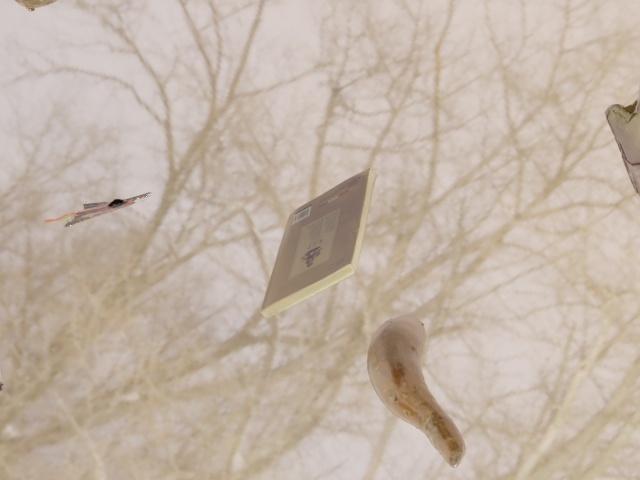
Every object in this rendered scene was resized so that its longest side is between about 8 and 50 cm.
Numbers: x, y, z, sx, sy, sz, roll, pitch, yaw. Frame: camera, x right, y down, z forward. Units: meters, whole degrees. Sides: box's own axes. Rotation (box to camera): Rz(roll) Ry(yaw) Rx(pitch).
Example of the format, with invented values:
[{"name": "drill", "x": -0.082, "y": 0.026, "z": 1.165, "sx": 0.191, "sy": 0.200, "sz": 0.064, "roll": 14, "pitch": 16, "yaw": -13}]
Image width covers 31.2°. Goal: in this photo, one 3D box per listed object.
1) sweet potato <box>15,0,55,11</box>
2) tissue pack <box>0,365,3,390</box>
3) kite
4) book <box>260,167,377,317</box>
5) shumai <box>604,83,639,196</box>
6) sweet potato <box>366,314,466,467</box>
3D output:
[{"name": "sweet potato", "x": -0.240, "y": -0.248, "z": 0.996, "sx": 0.074, "sy": 0.075, "sz": 0.269, "roll": 63, "pitch": -19, "yaw": -13}, {"name": "tissue pack", "x": -0.357, "y": 0.077, "z": 0.780, "sx": 0.173, "sy": 0.235, "sz": 0.073, "roll": 65, "pitch": -13, "yaw": -13}, {"name": "kite", "x": -0.355, "y": -0.050, "z": 1.807, "sx": 0.241, "sy": 0.183, "sz": 0.014, "roll": -83, "pitch": 159, "yaw": -78}, {"name": "book", "x": 0.000, "y": 0.000, "z": 1.385, "sx": 0.138, "sy": 0.198, "sz": 0.016, "roll": -28, "pitch": -62, "yaw": 29}, {"name": "shumai", "x": 0.360, "y": -0.149, "z": 0.959, "sx": 0.217, "sy": 0.283, "sz": 0.346, "roll": 40, "pitch": 32, "yaw": -39}, {"name": "sweet potato", "x": 0.116, "y": 0.172, "z": 1.524, "sx": 0.346, "sy": 0.108, "sz": 0.079, "roll": -102, "pitch": -146, "yaw": -62}]
